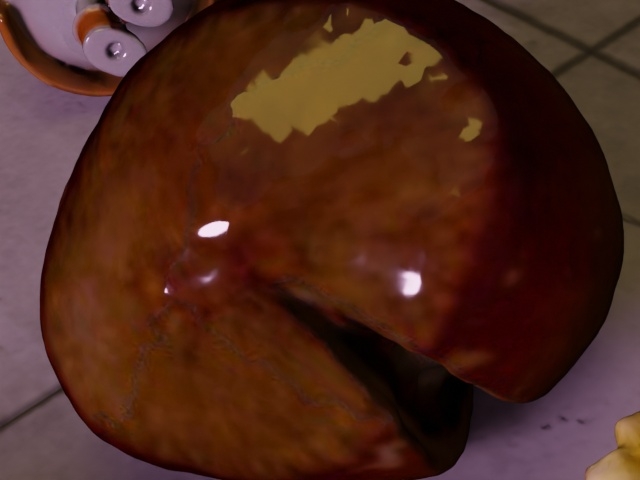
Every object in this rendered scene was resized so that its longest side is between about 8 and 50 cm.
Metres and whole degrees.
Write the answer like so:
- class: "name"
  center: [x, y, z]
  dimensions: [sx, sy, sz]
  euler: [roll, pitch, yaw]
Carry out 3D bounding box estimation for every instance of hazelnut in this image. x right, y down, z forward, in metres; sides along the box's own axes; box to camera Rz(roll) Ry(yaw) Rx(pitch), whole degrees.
- class: "hazelnut"
  center: [0.000, 0.000, 0.703]
  dimensions: [0.251, 0.217, 0.217]
  euler: [-27, 36, 20]

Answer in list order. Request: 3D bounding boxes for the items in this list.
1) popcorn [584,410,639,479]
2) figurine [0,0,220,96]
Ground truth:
- class: "popcorn"
  center: [0.188, 0.087, 0.577]
  dimensions: [0.170, 0.180, 0.180]
  euler: [-32, 28, 34]
- class: "figurine"
  center: [-0.142, -0.178, 0.991]
  dimensions: [0.143, 0.143, 0.271]
  euler: [-24, 43, -14]
